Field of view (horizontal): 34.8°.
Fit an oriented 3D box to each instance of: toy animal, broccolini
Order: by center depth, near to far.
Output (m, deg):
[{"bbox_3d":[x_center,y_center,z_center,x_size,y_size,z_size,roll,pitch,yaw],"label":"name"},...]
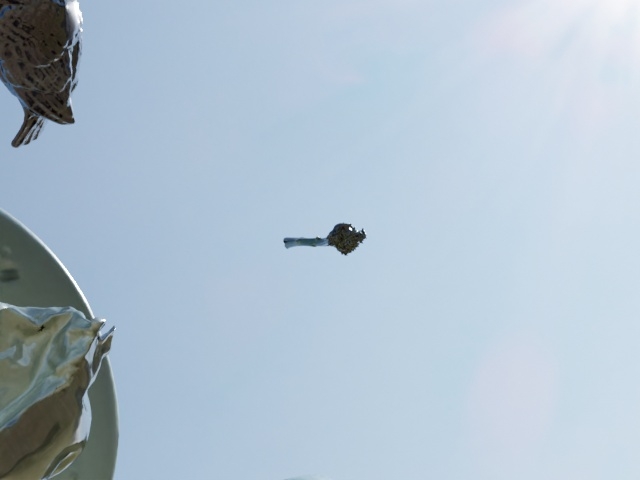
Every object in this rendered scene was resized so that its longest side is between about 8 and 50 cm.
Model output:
[{"bbox_3d":[-0.349,-0.237,1.132,0.185,0.122,0.298,-7,-53,18],"label":"toy animal"},{"bbox_3d":[0.001,-0.001,1.384,0.044,0.218,0.042,39,-105,-16],"label":"broccolini"}]

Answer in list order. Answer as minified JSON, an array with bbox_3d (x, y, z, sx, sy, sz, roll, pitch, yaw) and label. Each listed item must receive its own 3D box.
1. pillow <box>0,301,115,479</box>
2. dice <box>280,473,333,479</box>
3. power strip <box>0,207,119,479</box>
[{"bbox_3d":[-0.269,0.115,0.470,0.310,0.283,0.138,-44,-59,-36],"label":"pillow"},{"bbox_3d":[-0.046,0.472,1.277,0.268,0.263,0.265,-23,-29,-12],"label":"dice"},{"bbox_3d":[-0.324,0.140,0.754,0.161,0.358,0.357,-24,-30,35],"label":"power strip"}]
